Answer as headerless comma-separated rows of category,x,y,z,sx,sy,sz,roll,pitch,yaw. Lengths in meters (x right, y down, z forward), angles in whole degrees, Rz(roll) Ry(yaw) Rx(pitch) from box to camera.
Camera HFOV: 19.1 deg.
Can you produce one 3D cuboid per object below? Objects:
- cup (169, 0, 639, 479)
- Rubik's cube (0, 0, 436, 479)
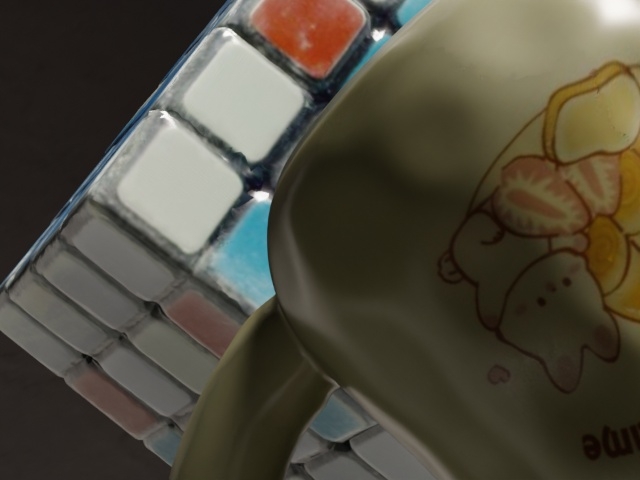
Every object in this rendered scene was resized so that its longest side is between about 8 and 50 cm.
cup,0.076,0.044,0.618,0.202,0.255,0.173,47,33,11
Rubik's cube,0.000,-0.001,1.086,0.253,0.259,0.256,38,62,-6
